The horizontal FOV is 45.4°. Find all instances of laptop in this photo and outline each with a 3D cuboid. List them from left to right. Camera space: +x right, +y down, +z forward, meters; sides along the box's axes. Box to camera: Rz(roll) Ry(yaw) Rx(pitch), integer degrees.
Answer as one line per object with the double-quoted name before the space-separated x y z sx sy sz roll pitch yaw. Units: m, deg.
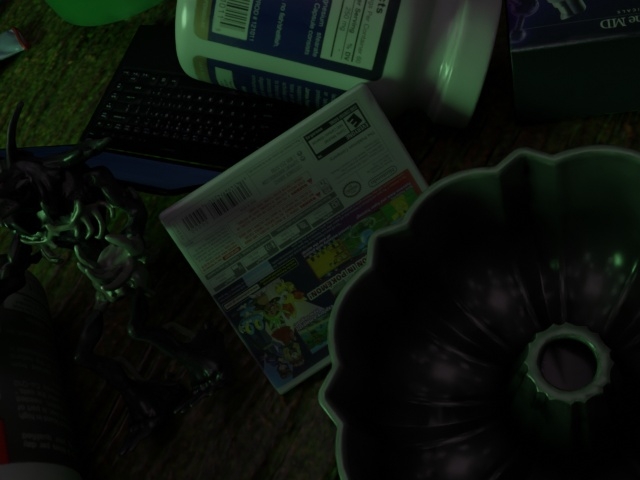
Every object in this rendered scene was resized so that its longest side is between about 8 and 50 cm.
"laptop" -0.166 -0.144 0.762 0.234 0.136 0.264 12 68 22

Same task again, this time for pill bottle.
"pill bottle" -0.285 0.167 0.625 0.161 0.161 0.283 -26 59 3
"pill bottle" 0.017 -0.191 0.686 0.264 0.153 0.153 15 67 2

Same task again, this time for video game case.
"video game case" 0.000 0.000 0.638 0.201 0.023 0.183 -33 98 -1

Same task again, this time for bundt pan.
"bundt pan" 0.174 0.103 0.533 0.330 0.124 0.331 -8 62 15

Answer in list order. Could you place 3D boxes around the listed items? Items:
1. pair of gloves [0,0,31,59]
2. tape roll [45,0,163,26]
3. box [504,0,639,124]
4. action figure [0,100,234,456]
"pair of gloves" -0.459 -0.253 0.980 0.159 0.023 0.198 -32 60 -2
"tape roll" -0.213 -0.397 0.905 0.321 0.077 0.321 -16 51 20
"box" 0.243 -0.223 0.688 0.153 0.108 0.207 -5 62 14
"action figure" -0.189 0.029 0.598 0.164 0.141 0.276 -31 102 20
